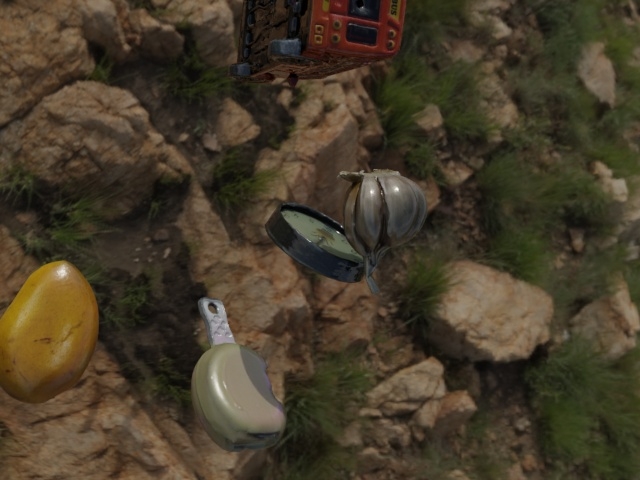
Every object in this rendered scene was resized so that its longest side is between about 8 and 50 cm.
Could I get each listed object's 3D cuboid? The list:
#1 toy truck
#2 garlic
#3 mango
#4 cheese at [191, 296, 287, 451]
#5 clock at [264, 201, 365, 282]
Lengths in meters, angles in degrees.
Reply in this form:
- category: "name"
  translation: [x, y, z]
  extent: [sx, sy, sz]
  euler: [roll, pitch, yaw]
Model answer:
- category: "toy truck"
  translation: [-0.015, -0.213, 0.673]
  extent: [0.114, 0.252, 0.108]
  euler: [3, 96, -20]
- category: "garlic"
  translation: [0.086, -0.013, 1.017]
  extent: [0.131, 0.127, 0.194]
  euler: [4, 95, -42]
- category: "mango"
  translation: [-0.409, 0.136, 1.028]
  extent: [0.144, 0.112, 0.219]
  euler: [18, 95, -12]
- category: "cheese"
  translation: [-0.153, 0.219, 1.173]
  extent: [0.163, 0.082, 0.286]
  euler: [18, 41, -43]
- category: "clock"
  translation: [0.000, 0.000, 1.109]
  extent: [0.184, 0.184, 0.040]
  euler: [19, 111, -31]
